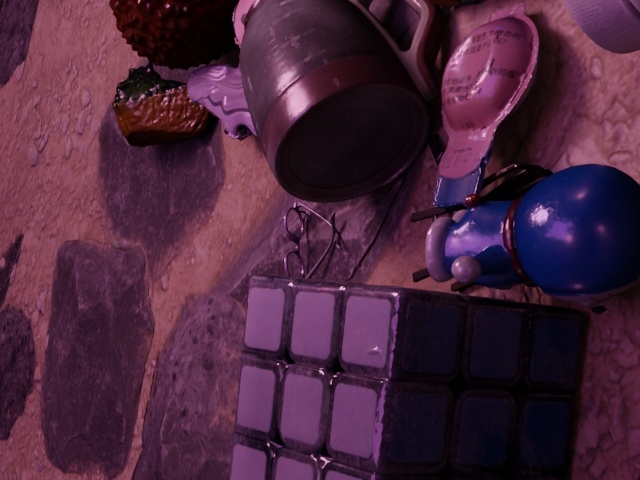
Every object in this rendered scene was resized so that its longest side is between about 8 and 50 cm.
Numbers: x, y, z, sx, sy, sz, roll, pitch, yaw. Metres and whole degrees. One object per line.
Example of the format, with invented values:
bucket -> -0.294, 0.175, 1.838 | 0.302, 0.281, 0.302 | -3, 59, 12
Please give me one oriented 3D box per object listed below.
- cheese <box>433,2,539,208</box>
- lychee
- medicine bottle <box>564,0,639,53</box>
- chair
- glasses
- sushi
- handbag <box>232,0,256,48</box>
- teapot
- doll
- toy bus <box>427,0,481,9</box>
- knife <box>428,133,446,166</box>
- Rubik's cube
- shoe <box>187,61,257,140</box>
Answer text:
cheese -> 0.205, -0.175, 1.577 | 0.189, 0.074, 0.285 | -12, 58, 59
lychee -> -0.230, -0.434, 2.109 | 0.304, 0.276, 0.275 | 93, 161, -52
medicine bottle -> 0.412, -0.330, 1.265 | 0.332, 0.190, 0.189 | -22, 65, 50
chair -> 0.211, -0.014, 1.563 | 0.212, 0.084, 0.101 | -26, 59, 48
glasses -> 0.000, 0.000, 1.899 | 0.104, 0.062, 0.139 | -11, 72, 30
sushi -> -0.306, -0.255, 2.276 | 0.287, 0.149, 0.140 | -8, 74, 54
handbag -> -0.041, -0.383, 1.968 | 0.179, 0.116, 0.205 | 49, 123, 48
teapot -> 0.029, -0.262, 1.769 | 0.315, 0.233, 0.312 | -29, 56, 7
doll -> 0.252, 0.006, 1.403 | 0.257, 0.215, 0.161 | -8, 108, 38
toy bus -> 0.198, -0.374, 1.645 | 0.182, 0.103, 0.091 | -6, 77, 54
knife -> 0.167, -0.103, 1.661 | 0.023, 0.010, 0.170 | -53, 24, 23
Rubik's cube -> 0.096, 0.203, 1.477 | 0.304, 0.301, 0.305 | 1, 84, 54
shoe -> -0.143, -0.231, 2.093 | 0.245, 0.095, 0.137 | 0, 79, 48
